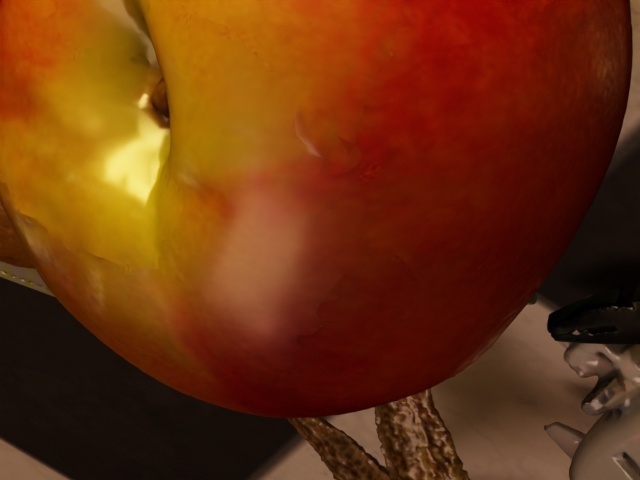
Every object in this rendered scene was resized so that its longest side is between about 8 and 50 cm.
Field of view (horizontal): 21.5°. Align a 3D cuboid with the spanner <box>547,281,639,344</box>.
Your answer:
[{"bbox_3d":[0.301,0.042,1.231,0.325,0.040,0.095,-13,131,42],"label":"spanner"}]

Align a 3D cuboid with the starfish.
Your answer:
[{"bbox_3d":[0.110,0.217,1.498,0.383,0.132,0.398,59,159,-12],"label":"starfish"}]

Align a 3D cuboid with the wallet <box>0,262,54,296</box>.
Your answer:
[{"bbox_3d":[-0.262,-0.058,1.530,0.223,0.077,0.309,24,148,1],"label":"wallet"}]

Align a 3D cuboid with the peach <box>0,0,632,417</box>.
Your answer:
[{"bbox_3d":[0.007,-0.096,0.966,0.388,0.388,0.388,21,149,13],"label":"peach"}]

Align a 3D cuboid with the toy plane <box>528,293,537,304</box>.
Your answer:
[{"bbox_3d":[0.000,0.000,1.335,0.382,0.155,0.106,-3,139,17],"label":"toy plane"}]

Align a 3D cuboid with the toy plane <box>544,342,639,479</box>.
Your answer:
[{"bbox_3d":[0.283,0.163,1.386,0.245,0.117,0.244,30,141,28],"label":"toy plane"}]

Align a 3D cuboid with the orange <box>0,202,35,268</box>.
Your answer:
[{"bbox_3d":[-0.211,-0.102,1.264,0.264,0.264,0.264,21,149,13],"label":"orange"}]
